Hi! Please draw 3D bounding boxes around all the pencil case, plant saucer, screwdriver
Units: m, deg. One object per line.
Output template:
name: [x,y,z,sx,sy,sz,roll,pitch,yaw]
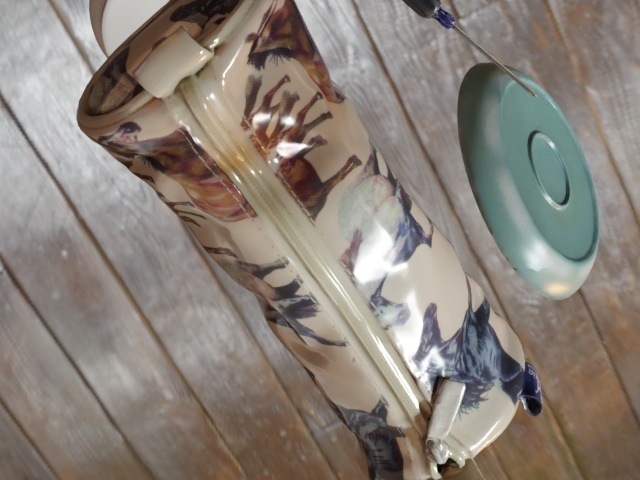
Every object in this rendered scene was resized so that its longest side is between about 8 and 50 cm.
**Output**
pencil case: [0.000,0.000,0.838,0.160,0.183,0.410,-36,120,0]
plant saucer: [0.275,-0.083,1.520,0.044,0.317,0.317,-21,122,34]
screwdriver: [0.128,-0.183,1.076,0.170,0.025,0.024,38,98,-11]

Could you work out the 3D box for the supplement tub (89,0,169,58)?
supplement tub: [-0.140,-0.227,1.112,0.144,0.199,0.144,-4,120,-8]
